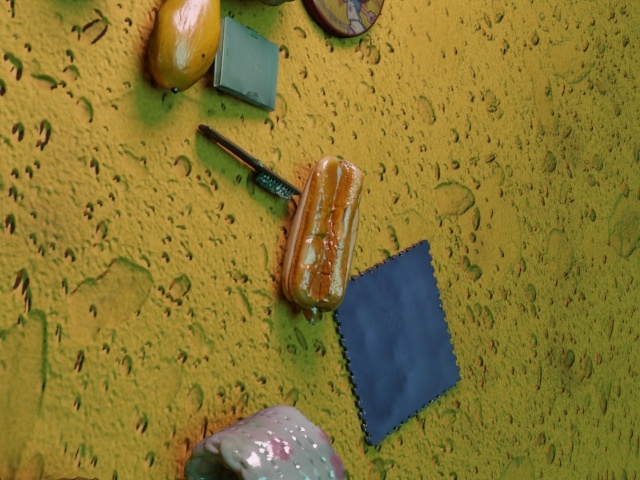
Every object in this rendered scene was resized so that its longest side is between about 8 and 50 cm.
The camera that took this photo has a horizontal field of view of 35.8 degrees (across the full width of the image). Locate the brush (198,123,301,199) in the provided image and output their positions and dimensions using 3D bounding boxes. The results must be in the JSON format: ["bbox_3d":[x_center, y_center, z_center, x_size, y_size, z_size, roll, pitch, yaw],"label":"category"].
[{"bbox_3d":[-0.100,-0.103,1.371,0.190,0.034,0.027,35,79,-40],"label":"brush"}]

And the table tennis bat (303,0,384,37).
[{"bbox_3d":[0.034,-0.468,1.539,0.200,0.038,0.310,6,86,-47],"label":"table tennis bat"}]

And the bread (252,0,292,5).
[{"bbox_3d":[-0.088,-0.419,1.352,0.213,0.105,0.213,1,89,-49],"label":"bread"}]

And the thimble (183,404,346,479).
[{"bbox_3d":[-0.073,0.329,1.266,0.149,0.185,0.210,-18,135,-44],"label":"thimble"}]

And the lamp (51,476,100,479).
[{"bbox_3d":[-0.278,0.369,1.015,0.285,0.250,0.250,-6,92,-8],"label":"lamp"}]

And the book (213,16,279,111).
[{"bbox_3d":[-0.101,-0.244,1.369,0.135,0.017,0.103,15,75,-59],"label":"book"}]

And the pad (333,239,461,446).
[{"bbox_3d":[0.128,0.160,1.603,0.269,0.012,0.269,-23,103,-45],"label":"pad"}]

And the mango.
[{"bbox_3d":[-0.172,-0.274,1.277,0.098,0.075,0.190,36,55,-51],"label":"mango"}]

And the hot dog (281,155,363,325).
[{"bbox_3d":[0.000,0.000,1.436,0.102,0.076,0.249,15,77,-19],"label":"hot dog"}]
